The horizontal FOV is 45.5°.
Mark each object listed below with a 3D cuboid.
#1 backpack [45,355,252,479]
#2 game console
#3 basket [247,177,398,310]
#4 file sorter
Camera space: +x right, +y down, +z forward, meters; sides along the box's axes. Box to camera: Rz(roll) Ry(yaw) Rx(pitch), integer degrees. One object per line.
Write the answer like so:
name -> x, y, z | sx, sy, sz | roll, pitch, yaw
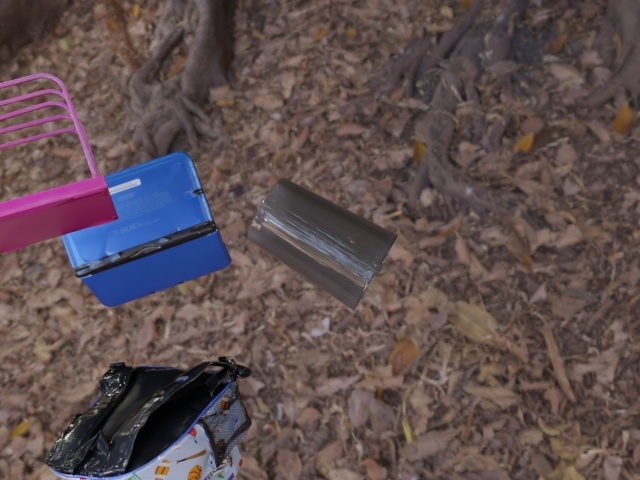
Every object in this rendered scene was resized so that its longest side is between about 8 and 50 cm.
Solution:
backpack -> -0.259, 0.313, 1.145 | 0.277, 0.213, 0.263 | -9, 15, 31
game console -> -0.361, -0.017, 1.574 | 0.293, 0.250, 0.173 | -19, 0, -4
basket -> 0.000, 0.000, 1.335 | 0.154, 0.227, 0.204 | -61, -4, 8
file sorter -> -0.438, -0.108, 1.149 | 0.202, 0.182, 0.291 | -18, -3, -13
